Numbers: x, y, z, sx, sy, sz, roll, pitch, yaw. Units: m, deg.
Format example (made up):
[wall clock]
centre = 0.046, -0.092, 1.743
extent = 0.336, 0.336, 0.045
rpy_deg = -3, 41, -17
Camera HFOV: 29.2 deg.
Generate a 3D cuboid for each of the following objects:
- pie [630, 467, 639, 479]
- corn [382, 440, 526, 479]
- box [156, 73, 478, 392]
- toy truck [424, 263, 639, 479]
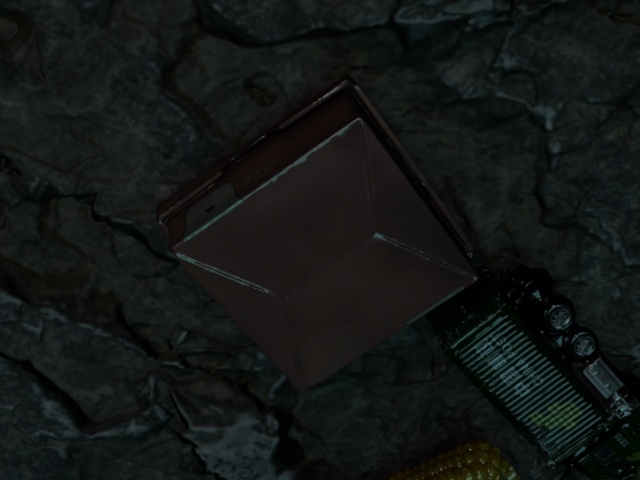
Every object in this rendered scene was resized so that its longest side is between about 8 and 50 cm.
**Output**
[pie]
centre = 0.472, 0.241, 1.305
extent = 0.337, 0.075, 0.337
rpy_deg = -4, 118, -7
[corn]
centre = 0.063, 0.301, 1.257
extent = 0.313, 0.102, 0.102
rpy_deg = -29, 118, 6
[box]
centre = 0.000, 0.000, 1.094
extent = 0.215, 0.086, 0.215
rpy_deg = -34, 117, 8
[toy truck]
centre = 0.231, 0.133, 1.203
extent = 0.121, 0.088, 0.259
rpy_deg = -39, 115, 11
